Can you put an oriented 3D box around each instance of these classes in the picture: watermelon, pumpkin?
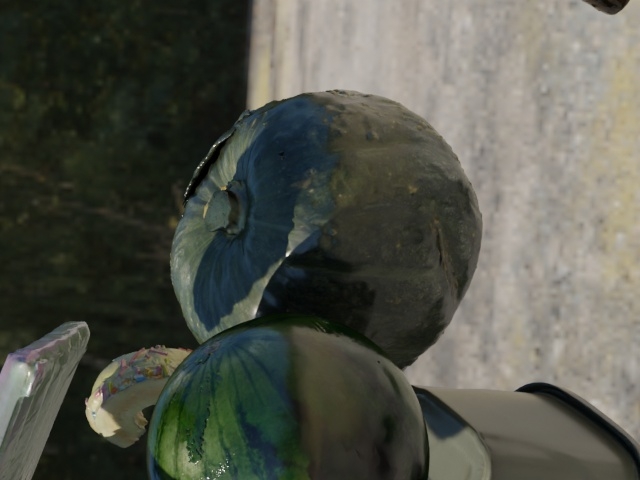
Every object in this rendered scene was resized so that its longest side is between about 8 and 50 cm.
[{"bbox_3d":[-0.027,0.183,1.294,0.242,0.242,0.242,-177,90,-83],"label":"watermelon"},{"bbox_3d":[0.000,0.000,1.494,0.328,0.257,0.291,-60,38,26],"label":"pumpkin"}]

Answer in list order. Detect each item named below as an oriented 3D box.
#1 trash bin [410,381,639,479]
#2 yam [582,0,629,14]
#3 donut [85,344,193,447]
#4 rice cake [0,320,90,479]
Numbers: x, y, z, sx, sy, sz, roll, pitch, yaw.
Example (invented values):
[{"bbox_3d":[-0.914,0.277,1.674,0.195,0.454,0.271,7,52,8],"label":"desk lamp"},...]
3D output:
[{"bbox_3d":[0.173,0.258,1.574,0.220,0.250,0.219,35,104,43],"label":"trash bin"},{"bbox_3d":[0.258,-0.323,1.713,0.057,0.241,0.057,-37,40,39],"label":"yam"},{"bbox_3d":[-0.209,0.172,1.779,0.108,0.166,0.065,43,-154,-43],"label":"donut"},{"bbox_3d":[-0.256,0.169,1.265,0.189,0.037,0.198,-50,-18,-83],"label":"rice cake"}]
